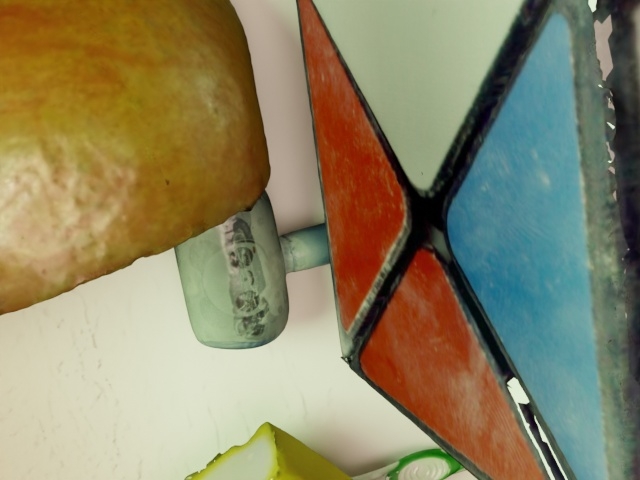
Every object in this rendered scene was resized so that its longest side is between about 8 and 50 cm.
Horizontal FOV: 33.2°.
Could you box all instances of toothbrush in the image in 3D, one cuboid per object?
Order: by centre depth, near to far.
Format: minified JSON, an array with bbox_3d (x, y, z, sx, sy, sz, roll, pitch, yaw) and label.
[{"bbox_3d":[0.084,0.171,0.803,0.304,0.030,0.030,-6,109,-7],"label":"toothbrush"}]

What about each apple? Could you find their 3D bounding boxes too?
[{"bbox_3d":[-0.203,-0.057,0.632,0.346,0.254,0.179,-20,151,-2],"label":"apple"}]

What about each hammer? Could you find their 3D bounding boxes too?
[{"bbox_3d":[0.000,0.000,0.720,0.194,0.069,0.116,-14,109,-13],"label":"hammer"}]

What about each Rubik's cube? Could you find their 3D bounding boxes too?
[{"bbox_3d":[0.187,-0.044,0.584,0.310,0.307,0.305,-15,109,-19],"label":"Rubik's cube"}]

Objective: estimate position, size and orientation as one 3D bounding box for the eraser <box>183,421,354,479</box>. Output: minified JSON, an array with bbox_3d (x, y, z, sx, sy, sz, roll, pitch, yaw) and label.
[{"bbox_3d":[-0.016,0.241,0.765,0.158,0.069,0.226,-40,119,12],"label":"eraser"}]
